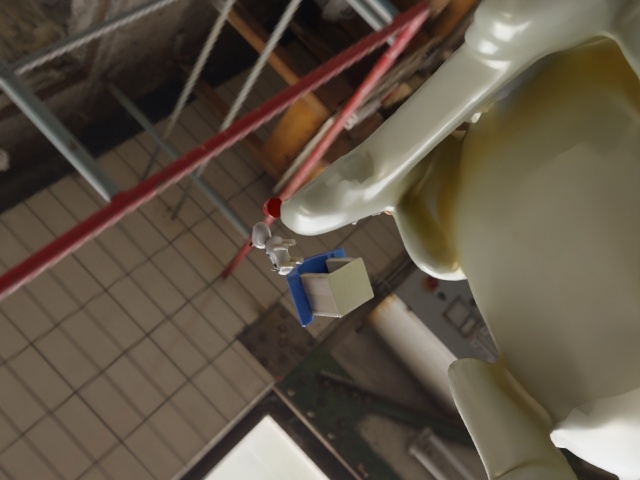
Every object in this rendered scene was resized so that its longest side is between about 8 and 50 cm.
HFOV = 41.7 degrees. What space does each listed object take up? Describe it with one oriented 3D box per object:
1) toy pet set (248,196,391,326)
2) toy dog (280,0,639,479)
[{"bbox_3d":[0.000,0.000,0.662,0.122,0.114,0.065,-28,-163,-36],"label":"toy pet set"},{"bbox_3d":[0.230,0.047,0.561,0.284,0.408,0.395,-39,170,37],"label":"toy dog"}]
